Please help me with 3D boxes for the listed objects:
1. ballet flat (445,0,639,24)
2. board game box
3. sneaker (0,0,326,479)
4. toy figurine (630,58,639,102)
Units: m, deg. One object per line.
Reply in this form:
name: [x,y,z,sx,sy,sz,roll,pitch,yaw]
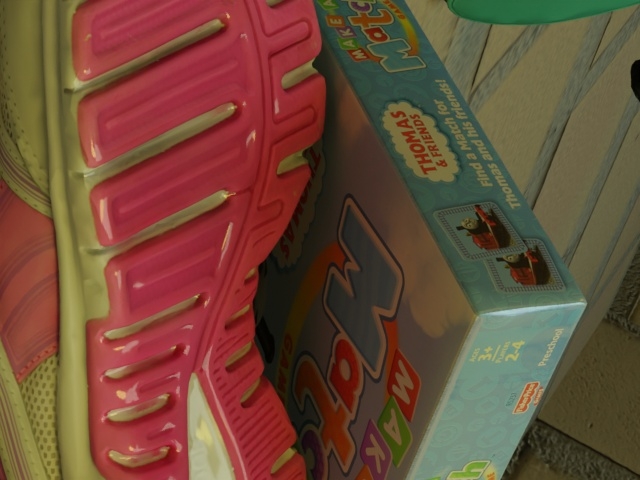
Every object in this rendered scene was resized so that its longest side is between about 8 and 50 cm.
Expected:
ballet flat: [0.170,-0.157,0.856,0.080,0.232,0.073,36,54,-58]
board game box: [0.000,0.000,0.552,0.039,0.211,0.160,-5,136,-25]
sneaker: [-0.072,0.002,0.493,0.103,0.111,0.252,-19,116,-53]
toy figurine: [0.151,-0.169,0.686,0.213,0.209,0.148,-42,169,-51]
